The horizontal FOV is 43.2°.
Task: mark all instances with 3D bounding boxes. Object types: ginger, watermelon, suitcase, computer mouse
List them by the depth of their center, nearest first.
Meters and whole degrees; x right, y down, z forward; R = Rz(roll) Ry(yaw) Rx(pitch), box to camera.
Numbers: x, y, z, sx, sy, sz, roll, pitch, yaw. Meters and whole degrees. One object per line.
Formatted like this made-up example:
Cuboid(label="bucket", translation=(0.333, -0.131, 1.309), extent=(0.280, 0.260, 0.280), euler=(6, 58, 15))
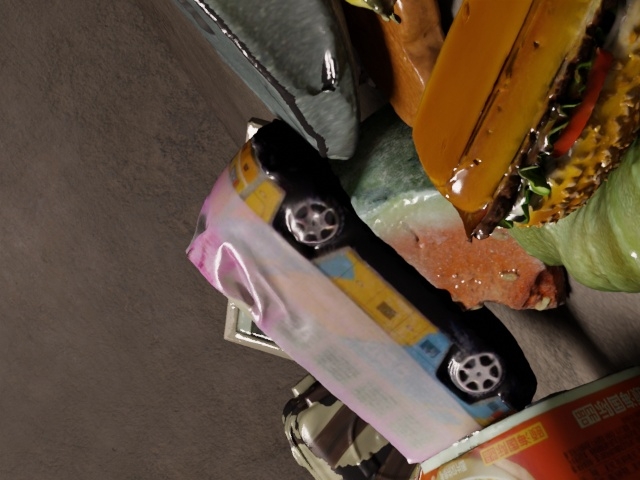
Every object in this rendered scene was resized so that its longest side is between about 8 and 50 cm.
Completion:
Cuboid(label="ginger", translation=(0.174, -0.030, 0.489), extent=(0.290, 0.089, 0.137), euler=(-130, 31, -77))
Cuboid(label="computer mouse", translation=(-0.062, -0.218, 0.647), extent=(0.374, 0.114, 0.203), euler=(48, 178, -40))
Cuboid(label="watermelon", translation=(0.144, -0.005, 0.791), extent=(0.256, 0.140, 0.193), euler=(49, -174, -34))
Cuboid(label="suitcase", translation=(0.141, 0.313, 1.352), extent=(0.339, 0.352, 0.194), euler=(53, 164, -8))

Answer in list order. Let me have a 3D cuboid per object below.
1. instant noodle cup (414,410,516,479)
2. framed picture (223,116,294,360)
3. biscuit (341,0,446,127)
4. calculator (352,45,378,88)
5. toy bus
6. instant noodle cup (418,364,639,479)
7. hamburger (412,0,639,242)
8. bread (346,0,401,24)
Cuboid(label="instant noodle cup", translation=(0.294, 0.388, 1.217), extent=(0.250, 0.250, 0.192), euler=(57, 165, -28))
Cuboid(label="framed picture", translation=(0.008, 0.025, 0.961), extent=(0.024, 0.232, 0.314), euler=(-60, -17, -58))
Cuboid(label="biscuit", translation=(0.023, -0.234, 0.647), extent=(0.333, 0.047, 0.202), euler=(57, 174, -19))
Cuboid(label="calculator", translation=(0.014, -0.225, 0.808), extent=(0.175, 0.032, 0.100), euler=(53, 173, 9))
Cuboid(label="toy bus", translation=(0.033, 0.060, 0.836), extent=(0.386, 0.162, 0.171), euler=(43, -165, -15))
Cuboid(label="instant noodle cup", translation=(0.251, 0.293, 0.705), extent=(0.294, 0.294, 0.307), euler=(71, 174, -70))
Cuboid(label="hamburger", translation=(0.113, -0.086, 0.399), extent=(0.087, 0.165, 0.137), euler=(16, -151, -13))
Cuboid(label="bread", translation=(0.009, -0.225, 0.415), extent=(0.174, 0.133, 0.251), euler=(49, -167, -23))
